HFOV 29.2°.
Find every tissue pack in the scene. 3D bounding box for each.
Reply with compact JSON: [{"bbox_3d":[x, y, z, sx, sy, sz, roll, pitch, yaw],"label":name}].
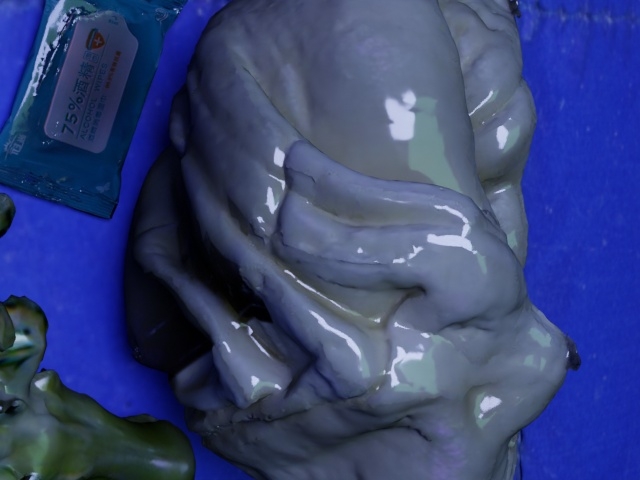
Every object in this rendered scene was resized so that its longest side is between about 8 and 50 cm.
[{"bbox_3d":[-0.130,-0.087,0.682,0.085,0.028,0.138,19,88,-39],"label":"tissue pack"}]

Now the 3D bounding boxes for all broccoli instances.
[{"bbox_3d":[-0.173,0.076,0.607,0.275,0.177,0.198,-18,89,-65],"label":"broccoli"}]

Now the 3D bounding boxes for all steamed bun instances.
[{"bbox_3d":[0.000,0.000,0.672,0.206,0.275,0.319,2,67,-12],"label":"steamed bun"}]
